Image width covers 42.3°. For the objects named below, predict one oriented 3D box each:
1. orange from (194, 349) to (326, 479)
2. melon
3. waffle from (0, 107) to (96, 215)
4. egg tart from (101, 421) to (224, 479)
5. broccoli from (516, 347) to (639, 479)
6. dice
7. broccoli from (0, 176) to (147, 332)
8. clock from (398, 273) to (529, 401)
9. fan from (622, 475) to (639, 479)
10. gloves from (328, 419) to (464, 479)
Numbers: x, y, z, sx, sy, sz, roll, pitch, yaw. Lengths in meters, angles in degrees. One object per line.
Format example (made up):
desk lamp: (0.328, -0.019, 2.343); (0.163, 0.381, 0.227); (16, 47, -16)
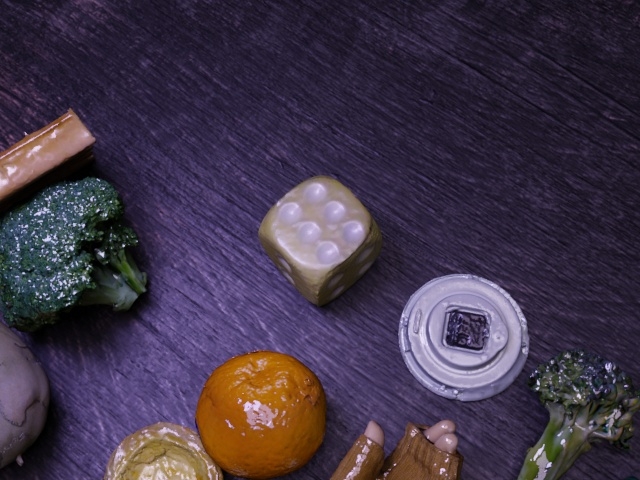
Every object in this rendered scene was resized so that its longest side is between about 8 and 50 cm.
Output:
orange: (-0.095, 0.287, 1.356); (0.219, 0.193, 0.219); (-20, 26, 10)
melon: (-0.601, 0.250, 1.354); (0.330, 0.268, 0.268); (36, 74, 7)
waffle: (-0.546, -0.109, 1.472); (0.304, 0.348, 0.077); (-36, 99, -11)
egg tart: (-0.259, 0.413, 1.371); (0.213, 0.090, 0.212); (0, 67, 1)
broccoli: (0.425, 0.318, 1.383); (0.198, 0.177, 0.274); (8, 98, -30)
dice: (0.000, 0.000, 1.480); (0.166, 0.169, 0.169); (-41, 72, -13)
broccoli: (-0.437, 0.035, 1.444); (0.275, 0.308, 0.308); (40, 71, -22)
clock: (0.256, 0.165, 1.470); (0.236, 0.053, 0.236); (-1, 67, 2)
fan: (0.466, 0.441, 1.361); (0.155, 0.039, 0.082); (-26, 69, -10)
gloves: (0.103, 0.431, 1.316); (0.203, 0.155, 0.356); (36, 90, 22)
